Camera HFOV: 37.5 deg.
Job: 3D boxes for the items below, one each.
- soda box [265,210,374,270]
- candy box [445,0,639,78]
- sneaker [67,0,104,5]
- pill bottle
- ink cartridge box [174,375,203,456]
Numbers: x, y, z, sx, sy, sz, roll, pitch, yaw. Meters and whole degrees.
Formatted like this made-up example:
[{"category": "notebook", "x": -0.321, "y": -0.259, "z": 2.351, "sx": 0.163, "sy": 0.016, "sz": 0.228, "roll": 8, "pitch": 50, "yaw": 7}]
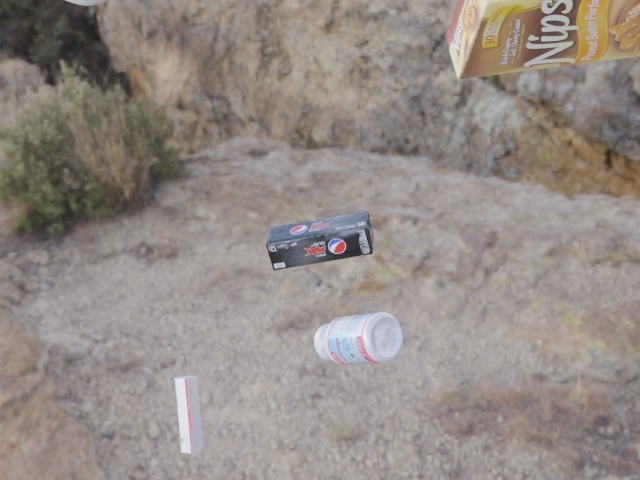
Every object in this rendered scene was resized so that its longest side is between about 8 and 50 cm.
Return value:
[{"category": "soda box", "x": 0.000, "y": 0.000, "z": 1.528, "sx": 0.169, "sy": 0.053, "sz": 0.060, "roll": -9, "pitch": 28, "yaw": 11}, {"category": "candy box", "x": 0.352, "y": -0.329, "z": 1.333, "sx": 0.316, "sy": 0.183, "sz": 0.087, "roll": -9, "pitch": 67, "yaw": -9}, {"category": "sneaker", "x": -0.405, "y": -0.466, "z": 1.348, "sx": 0.106, "sy": 0.290, "sz": 0.123, "roll": -44, "pitch": 3, "yaw": -29}, {"category": "pill bottle", "x": 0.063, "y": 0.175, "z": 1.658, "sx": 0.087, "sy": 0.087, "sz": 0.160, "roll": -30, "pitch": 10, "yaw": -38}, {"category": "ink cartridge box", "x": -0.320, "y": 0.416, "z": 2.242, "sx": 0.056, "sy": 0.181, "sz": 0.225, "roll": -6, "pitch": -6, "yaw": 0}]
